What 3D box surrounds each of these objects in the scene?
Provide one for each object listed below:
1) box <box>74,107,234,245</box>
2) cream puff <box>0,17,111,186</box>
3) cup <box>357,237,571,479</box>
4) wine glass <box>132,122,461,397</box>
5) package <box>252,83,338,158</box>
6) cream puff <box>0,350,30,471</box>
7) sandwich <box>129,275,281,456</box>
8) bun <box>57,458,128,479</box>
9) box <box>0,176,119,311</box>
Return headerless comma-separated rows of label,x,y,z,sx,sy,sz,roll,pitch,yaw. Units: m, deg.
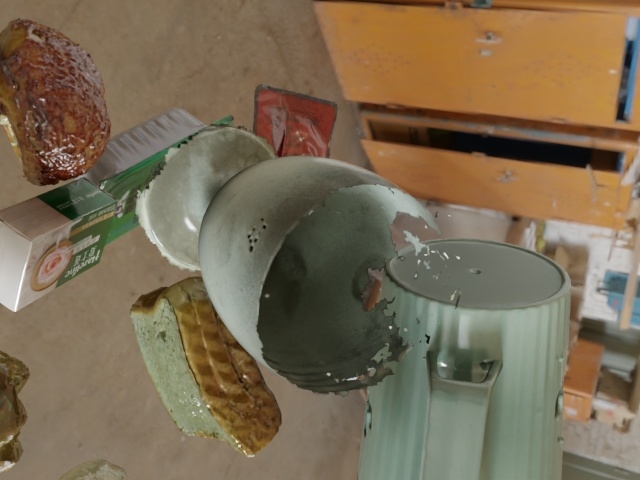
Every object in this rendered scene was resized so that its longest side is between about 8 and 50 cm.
box,-0.332,-0.132,1.409,0.337,0.106,0.264,-36,169,-38
cream puff,-0.394,-0.202,1.099,0.164,0.240,0.240,-28,136,-16
cup,0.225,0.237,1.089,0.401,0.310,0.392,-124,-148,-65
wine glass,-0.042,0.000,0.707,0.191,0.357,0.190,-11,111,-29
package,-0.056,-0.097,1.182,0.194,0.071,0.269,-2,113,-59
cream puff,-0.468,0.206,0.879,0.244,0.196,0.244,3,84,-38
sandwich,-0.163,0.164,0.991,0.087,0.251,0.226,-21,91,-28
bun,-0.369,0.454,1.231,0.183,0.102,0.183,-29,124,-57
box,-0.409,0.001,1.144,0.199,0.081,0.135,-38,157,-57
